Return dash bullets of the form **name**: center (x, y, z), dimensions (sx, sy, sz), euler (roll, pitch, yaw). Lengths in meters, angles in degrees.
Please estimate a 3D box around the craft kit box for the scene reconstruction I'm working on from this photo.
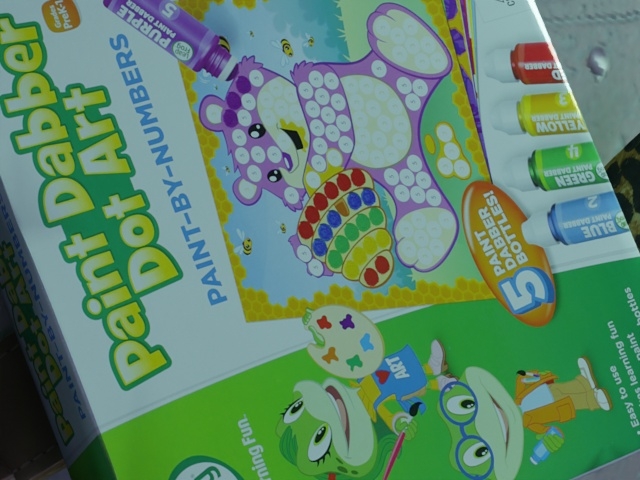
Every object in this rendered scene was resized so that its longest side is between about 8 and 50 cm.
- **craft kit box**: center (0.000, 0.000, 0.717), dimensions (0.246, 0.061, 0.250), euler (-20, 83, -24)

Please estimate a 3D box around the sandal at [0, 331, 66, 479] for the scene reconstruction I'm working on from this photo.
- **sandal**: center (-0.087, 0.069, 0.764), dimensions (0.240, 0.088, 0.079), euler (-23, 150, -17)

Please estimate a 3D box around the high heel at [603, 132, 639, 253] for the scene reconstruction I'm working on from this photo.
- **high heel**: center (0.083, 0.048, 0.836), dimensions (0.186, 0.093, 0.261), euler (5, 113, -41)
